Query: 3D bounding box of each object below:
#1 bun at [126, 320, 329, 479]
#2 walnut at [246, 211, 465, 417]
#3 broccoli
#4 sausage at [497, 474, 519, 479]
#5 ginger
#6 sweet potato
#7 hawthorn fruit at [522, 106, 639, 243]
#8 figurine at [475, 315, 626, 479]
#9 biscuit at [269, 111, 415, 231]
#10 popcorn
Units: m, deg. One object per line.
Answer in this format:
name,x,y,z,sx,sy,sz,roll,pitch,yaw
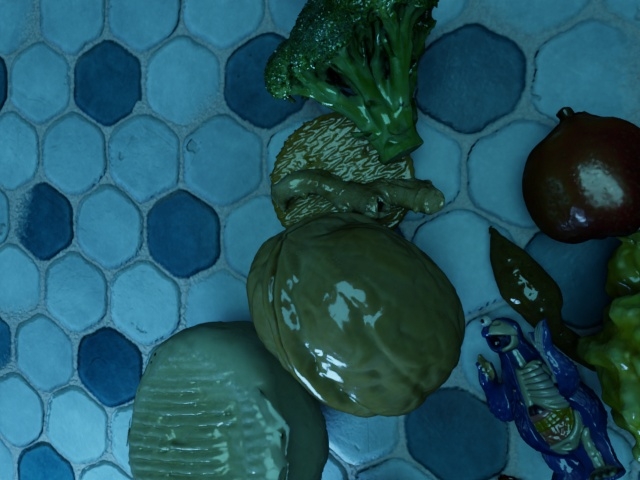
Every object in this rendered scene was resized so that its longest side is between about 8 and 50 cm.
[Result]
bun,-0.139,0.315,0.745,0.359,0.211,0.360,-3,82,21
walnut,0.046,0.098,0.627,0.252,0.277,0.313,-46,119,-1
broccoli,0.059,-0.239,0.639,0.269,0.254,0.269,4,103,16
sausage,0.295,0.454,0.707,0.050,0.048,0.145,5,96,-23
ginger,0.048,-0.069,0.701,0.288,0.075,0.089,3,62,16
sweet potato,0.328,0.096,0.664,0.075,0.075,0.269,-38,86,15
hawthorn fruit,0.357,-0.091,0.603,0.169,0.169,0.188,-25,87,16
figurine,0.328,0.224,0.654,0.164,0.120,0.262,-35,73,54
biscuit,0.033,-0.094,0.758,0.254,0.035,0.254,1,93,15
popcorn,0.468,0.164,0.523,0.274,0.279,0.335,-30,97,43
